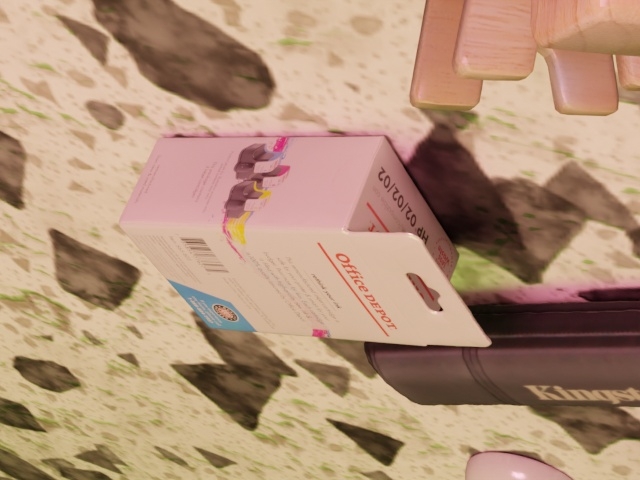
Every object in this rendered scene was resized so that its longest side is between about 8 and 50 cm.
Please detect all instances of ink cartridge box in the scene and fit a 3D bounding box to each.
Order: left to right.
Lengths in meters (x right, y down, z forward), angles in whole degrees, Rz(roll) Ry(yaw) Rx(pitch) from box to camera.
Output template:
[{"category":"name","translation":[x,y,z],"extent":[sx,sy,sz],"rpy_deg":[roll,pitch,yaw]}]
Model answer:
[{"category":"ink cartridge box","translation":[0.000,0.000,0.796],"extent":[0.181,0.061,0.104],"rpy_deg":[3,146,33]}]

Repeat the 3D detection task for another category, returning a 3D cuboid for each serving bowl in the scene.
[{"category":"serving bowl","translation":[0.135,0.175,1.037],"extent":[0.083,0.027,0.083],"rpy_deg":[17,152,9]}]

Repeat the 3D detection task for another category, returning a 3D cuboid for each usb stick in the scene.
[{"category":"usb stick","translation":[0.147,0.062,0.815],"extent":[0.278,0.045,0.077],"rpy_deg":[-4,141,40]}]

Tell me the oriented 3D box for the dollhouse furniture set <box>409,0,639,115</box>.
[{"category":"dollhouse furniture set","translation":[0.155,-0.123,0.388],"extent":[0.201,0.152,0.374],"rpy_deg":[3,178,-6]}]
